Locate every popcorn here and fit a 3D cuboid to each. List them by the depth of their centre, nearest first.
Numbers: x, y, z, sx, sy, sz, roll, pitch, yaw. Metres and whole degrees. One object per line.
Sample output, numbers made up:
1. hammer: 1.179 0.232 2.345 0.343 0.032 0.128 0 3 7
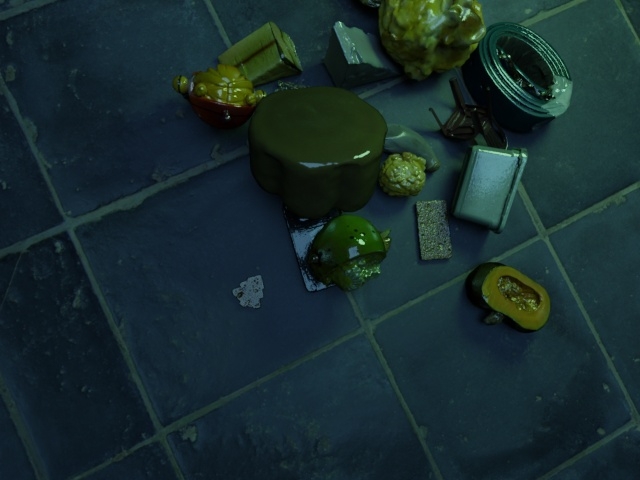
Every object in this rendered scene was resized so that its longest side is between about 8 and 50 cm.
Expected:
1. popcorn: 0.393 -0.795 1.553 0.344 0.354 0.390 -43 82 32
2. popcorn: 0.303 -0.239 1.567 0.180 0.180 0.170 43 47 0

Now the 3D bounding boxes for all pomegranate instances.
1. pomegranate: 0.113 0.033 1.430 0.340 0.260 0.261 -20 86 -40

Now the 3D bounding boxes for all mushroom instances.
1. mushroom: 0.342 -0.357 1.614 0.270 0.103 0.118 22 82 -9

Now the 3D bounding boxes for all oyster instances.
1. oyster: -0.075 -0.564 1.609 0.199 0.061 0.106 -5 84 -6

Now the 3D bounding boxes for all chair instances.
1. chair: 0.584 -0.440 1.640 0.176 0.183 0.326 -53 136 -9

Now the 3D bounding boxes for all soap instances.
1. soap: 0.178 -0.689 1.550 0.302 0.258 0.159 -21 86 -8

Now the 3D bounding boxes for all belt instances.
1. belt: 0.763 -0.631 1.647 0.300 0.173 0.436 -40 90 -11

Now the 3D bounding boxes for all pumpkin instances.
1. pumpkin: 0.689 0.228 1.574 0.317 0.139 0.222 34 79 -4

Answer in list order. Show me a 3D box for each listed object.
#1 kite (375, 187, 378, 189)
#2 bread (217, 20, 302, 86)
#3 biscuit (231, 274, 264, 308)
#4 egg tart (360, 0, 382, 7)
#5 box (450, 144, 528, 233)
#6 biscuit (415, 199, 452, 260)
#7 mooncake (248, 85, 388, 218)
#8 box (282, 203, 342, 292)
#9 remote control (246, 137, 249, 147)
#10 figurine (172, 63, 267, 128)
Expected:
1. kite: 0.184 -0.181 1.626 0.078 0.002 0.044 0 84 -6
2. bread: -0.228 -0.674 1.616 0.264 0.163 0.168 -20 87 24
3. biscuit: -0.249 0.182 1.535 0.119 0.019 0.130 33 82 -2
4. egg tart: 0.232 -1.027 1.660 0.288 0.118 0.288 1 84 -8
5. box: 0.603 -0.201 1.562 0.182 0.175 0.312 14 103 5
6. biscuit: 0.432 -0.040 1.626 0.131 0.025 0.231 -2 85 -5
7. mooncake: -0.009 -0.301 1.412 0.466 0.262 0.467 4 51 -5
8. box: 0.000 0.000 1.562 0.211 0.058 0.350 -17 87 -9
9. remote control: -0.213 -0.370 1.589 0.122 0.032 0.074 -29 88 -9
10. figurine: -0.332 -0.473 1.434 0.320 0.323 0.196 2 99 -19
